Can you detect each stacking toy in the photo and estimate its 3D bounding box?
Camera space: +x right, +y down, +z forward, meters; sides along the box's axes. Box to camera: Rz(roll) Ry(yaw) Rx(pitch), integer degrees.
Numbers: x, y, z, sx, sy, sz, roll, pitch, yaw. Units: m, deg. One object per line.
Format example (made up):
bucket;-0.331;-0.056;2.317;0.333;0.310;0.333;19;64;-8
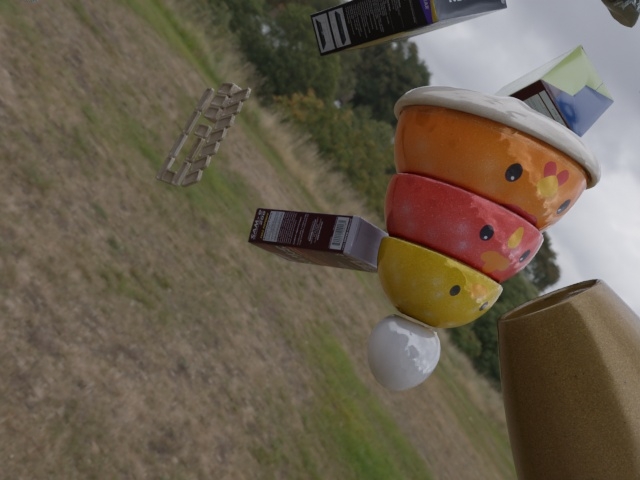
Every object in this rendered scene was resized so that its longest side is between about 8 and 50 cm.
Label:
stacking toy;0.212;0.022;1.220;0.351;0.479;0.350;22;-2;1

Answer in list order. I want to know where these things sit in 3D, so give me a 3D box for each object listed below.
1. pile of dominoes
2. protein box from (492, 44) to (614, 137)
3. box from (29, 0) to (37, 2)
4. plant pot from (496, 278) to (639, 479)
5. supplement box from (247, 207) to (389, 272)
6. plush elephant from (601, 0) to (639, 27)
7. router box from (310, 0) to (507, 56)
pile of dominoes;-0.237;-0.215;1.572;0.040;0.251;0.196;32;-5;-35
protein box;0.427;-0.253;1.476;0.200;0.201;0.136;-39;100;-40
box;-0.662;-0.597;1.375;0.345;0.215;0.168;2;75;-41
plant pot;0.291;0.178;0.782;0.237;0.237;0.254;-3;70;-82
supplement box;0.000;0.000;1.366;0.240;0.073;0.130;7;-14;40
plush elephant;0.639;-0.588;1.523;0.272;0.330;0.255;46;-5;-26
router box;0.169;-0.421;1.374;0.309;0.243;0.081;-28;107;-50
